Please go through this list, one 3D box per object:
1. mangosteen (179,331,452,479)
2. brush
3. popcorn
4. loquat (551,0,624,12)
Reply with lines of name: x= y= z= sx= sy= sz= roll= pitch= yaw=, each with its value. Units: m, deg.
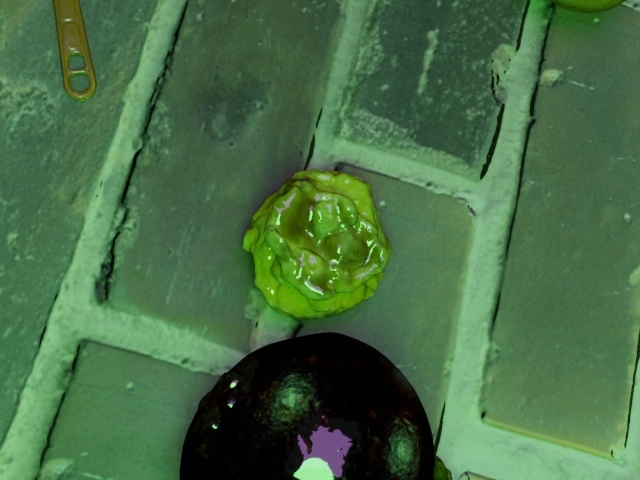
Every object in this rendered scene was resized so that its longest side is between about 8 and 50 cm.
mangosteen: x=-0.007 y=0.262 z=1.236 sx=0.297 sy=0.297 sz=0.314 roll=-32 pitch=114 yaw=-20
brush: x=-0.339 y=-0.328 z=1.494 sx=0.090 sy=0.017 sz=0.315 roll=-8 pitch=75 yaw=-15
popcorn: x=0.003 y=0.001 z=1.387 sx=0.197 sy=0.155 sz=0.198 roll=10 pitch=66 yaw=-22
loquat: x=0.381 y=-0.427 z=1.588 sx=0.213 sy=0.213 sz=0.213 roll=4 pitch=71 yaw=-11
